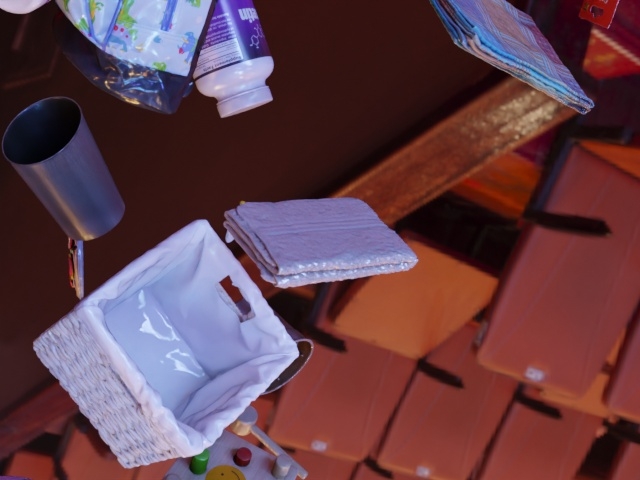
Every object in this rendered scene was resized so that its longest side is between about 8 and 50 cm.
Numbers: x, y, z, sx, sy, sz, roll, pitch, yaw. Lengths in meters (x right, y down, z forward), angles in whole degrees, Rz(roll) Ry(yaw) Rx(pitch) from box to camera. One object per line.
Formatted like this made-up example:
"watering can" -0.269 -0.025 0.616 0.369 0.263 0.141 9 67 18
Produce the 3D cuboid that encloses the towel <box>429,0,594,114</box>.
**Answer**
"towel" 0.296 -0.358 1.488 0.370 0.271 0.040 15 132 -43

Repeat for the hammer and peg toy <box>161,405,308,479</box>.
"hammer and peg toy" -0.183 0.520 2.037 0.266 0.361 0.127 26 130 11

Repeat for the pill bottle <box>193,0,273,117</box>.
"pill bottle" -0.216 -0.445 1.979 0.181 0.323 0.181 -19 -174 2

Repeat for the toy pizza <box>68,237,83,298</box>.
"toy pizza" -0.565 0.036 2.065 0.032 0.201 0.201 -2 176 -14

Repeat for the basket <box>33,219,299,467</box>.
"basket" -0.287 0.200 1.653 0.266 0.331 0.328 -31 96 44

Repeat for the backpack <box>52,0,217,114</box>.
"backpack" -0.215 -0.383 1.078 0.273 0.355 0.290 23 -159 -33

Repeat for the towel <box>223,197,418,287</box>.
"towel" 0.000 0.000 1.429 0.282 0.049 0.187 -5 -143 -33

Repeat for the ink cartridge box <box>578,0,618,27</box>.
"ink cartridge box" 0.488 -0.475 1.570 0.045 0.179 0.145 10 -159 -11

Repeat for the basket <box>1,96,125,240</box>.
"basket" -0.471 -0.123 1.680 0.154 0.204 0.227 -20 133 1

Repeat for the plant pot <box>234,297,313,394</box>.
"plant pot" -0.130 0.217 1.936 0.165 0.167 0.167 46 -173 26

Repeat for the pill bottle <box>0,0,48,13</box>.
"pill bottle" -0.563 -0.598 1.854 0.169 0.301 0.169 11 126 16

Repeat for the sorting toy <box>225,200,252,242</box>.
"sorting toy" -0.164 -0.033 1.789 0.045 0.075 0.083 31 140 8

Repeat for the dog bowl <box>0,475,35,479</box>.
"dog bowl" -0.546 0.552 1.432 0.408 0.408 0.150 24 -165 -46
